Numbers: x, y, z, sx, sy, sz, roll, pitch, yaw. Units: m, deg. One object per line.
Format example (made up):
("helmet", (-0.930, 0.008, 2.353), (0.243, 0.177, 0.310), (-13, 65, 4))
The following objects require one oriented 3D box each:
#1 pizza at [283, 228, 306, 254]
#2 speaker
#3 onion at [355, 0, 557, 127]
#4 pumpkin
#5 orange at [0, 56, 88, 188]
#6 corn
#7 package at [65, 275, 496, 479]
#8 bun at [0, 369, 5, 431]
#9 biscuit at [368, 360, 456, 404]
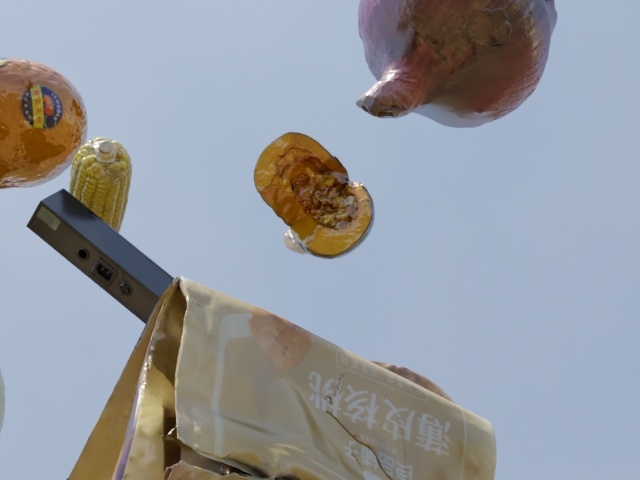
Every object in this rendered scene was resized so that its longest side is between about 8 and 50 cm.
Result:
("pizza", (0.000, 0.001, 1.652), (0.099, 0.160, 0.035), (-13, -75, -24))
("speaker", (-0.212, 0.025, 1.105), (0.191, 0.046, 0.040), (39, -61, 2))
("onion", (0.188, -0.314, 1.751), (0.348, 0.385, 0.347), (30, -31, 20))
("pumpkin", (0.000, -0.051, 1.442), (0.119, 0.183, 0.107), (-37, -20, 0))
("orange", (-0.370, -0.142, 1.296), (0.178, 0.155, 0.177), (-7, -2, 0))
("corn", (-0.251, -0.041, 1.206), (0.067, 0.067, 0.206), (3, -37, -16))
("package", (-0.006, 0.192, 0.809), (0.311, 0.165, 0.221), (30, -94, -25))
("bun", (-0.578, 0.197, 1.310), (0.352, 0.349, 0.227), (14, -56, -32))
("biscuit", (0.057, 0.299, 1.372), (0.296, 0.296, 0.102), (-14, -26, 7))
